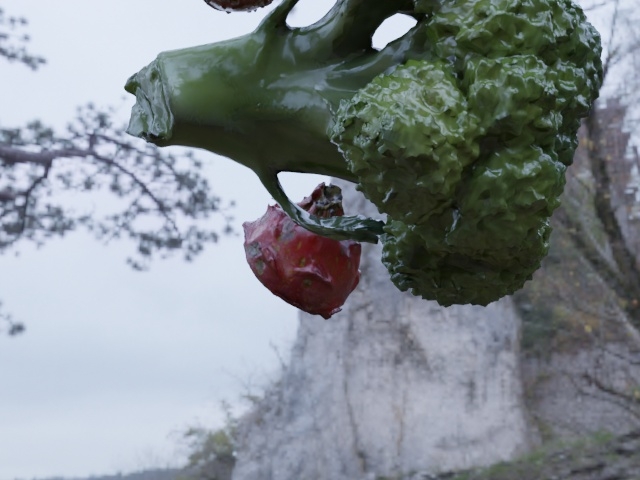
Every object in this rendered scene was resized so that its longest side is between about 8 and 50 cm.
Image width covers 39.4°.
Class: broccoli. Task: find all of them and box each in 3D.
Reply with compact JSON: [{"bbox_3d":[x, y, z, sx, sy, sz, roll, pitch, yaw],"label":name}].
[{"bbox_3d":[0.028,-0.098,0.551,0.302,0.186,0.254,19,-59,-8],"label":"broccoli"}]

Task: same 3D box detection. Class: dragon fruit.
[{"bbox_3d":[0.000,0.000,1.006,0.153,0.153,0.111,12,-46,-31],"label":"dragon fruit"}]

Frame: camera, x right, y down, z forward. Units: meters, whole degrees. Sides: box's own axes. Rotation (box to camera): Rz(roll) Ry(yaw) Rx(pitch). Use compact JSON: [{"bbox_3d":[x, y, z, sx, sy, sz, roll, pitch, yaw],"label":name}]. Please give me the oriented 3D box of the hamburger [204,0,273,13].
[{"bbox_3d":[-0.086,-0.365,0.988,0.148,0.236,0.237,15,-13,17],"label":"hamburger"}]
